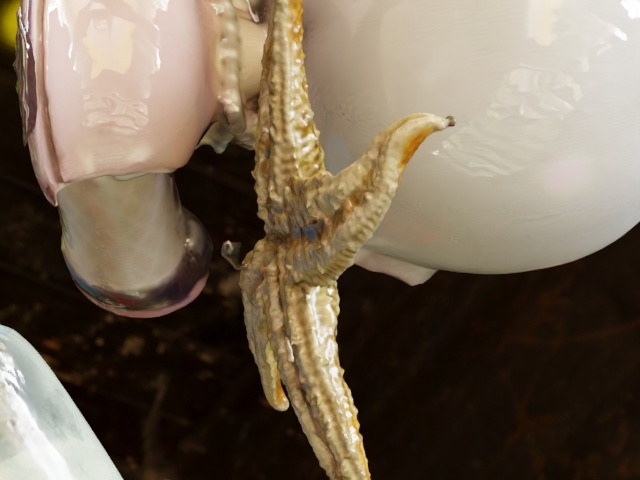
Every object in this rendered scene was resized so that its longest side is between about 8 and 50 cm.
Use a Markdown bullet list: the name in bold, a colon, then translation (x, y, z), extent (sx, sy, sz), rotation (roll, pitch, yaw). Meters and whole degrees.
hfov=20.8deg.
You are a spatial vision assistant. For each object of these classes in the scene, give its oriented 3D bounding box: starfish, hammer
- **starfish**: translation (-0.001, 0.001, 0.763), extent (0.138, 0.050, 0.247), rotation (42, -43, 51)
- **hammer**: translation (-0.147, 0.111, 0.565), extent (0.194, 0.116, 0.069), rotation (-30, -175, 22)

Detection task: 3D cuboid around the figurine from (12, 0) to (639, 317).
- **figurine**: translation (0.027, -0.084, 0.876), extent (0.211, 0.361, 0.253), rotation (-122, -152, -67)
